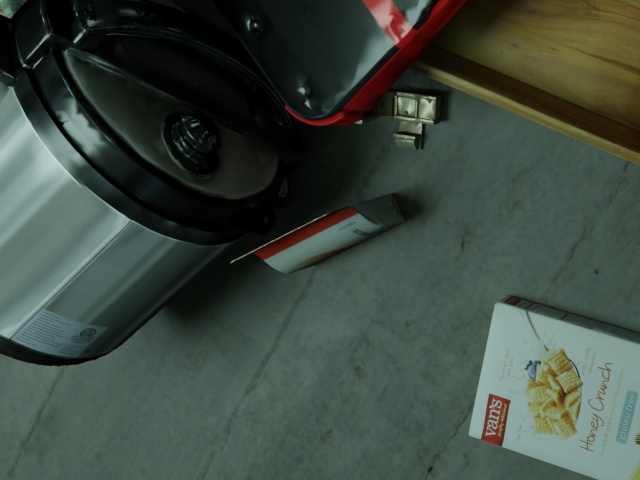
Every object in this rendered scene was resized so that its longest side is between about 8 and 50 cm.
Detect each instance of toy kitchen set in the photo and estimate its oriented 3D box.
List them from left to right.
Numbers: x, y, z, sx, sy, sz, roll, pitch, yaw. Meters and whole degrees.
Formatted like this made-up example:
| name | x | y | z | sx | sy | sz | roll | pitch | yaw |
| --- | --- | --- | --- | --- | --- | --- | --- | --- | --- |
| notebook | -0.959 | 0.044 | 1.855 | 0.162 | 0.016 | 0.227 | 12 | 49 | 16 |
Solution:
| name | x | y | z | sx | sy | sz | roll | pitch | yaw |
| --- | --- | --- | --- | --- | --- | --- | --- | --- | --- |
| toy kitchen set | 0.085 | -0.135 | 1.694 | 0.083 | 0.075 | 0.068 | 10 | 107 | 27 |

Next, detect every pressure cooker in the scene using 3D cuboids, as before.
| name | x | y | z | sx | sy | sz | roll | pitch | yaw |
| --- | --- | --- | --- | --- | --- | --- | --- | --- | --- |
| pressure cooker | -0.243 | -0.099 | 1.694 | 0.420 | 0.370 | 0.375 | -41 | 86 | 30 |

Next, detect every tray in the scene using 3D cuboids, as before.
| name | x | y | z | sx | sy | sz | roll | pitch | yaw |
| --- | --- | --- | --- | --- | --- | --- | --- | --- | --- |
| tray | 0.197 | -0.253 | 1.554 | 0.411 | 0.076 | 0.202 | 24 | 121 | 10 |

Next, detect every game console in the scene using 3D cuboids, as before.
| name | x | y | z | sx | sy | sz | roll | pitch | yaw |
| --- | --- | --- | --- | --- | --- | --- | --- | --- | --- |
| game console | -0.006 | -0.346 | 1.531 | 0.342 | 0.060 | 0.386 | -45 | 73 | 37 |

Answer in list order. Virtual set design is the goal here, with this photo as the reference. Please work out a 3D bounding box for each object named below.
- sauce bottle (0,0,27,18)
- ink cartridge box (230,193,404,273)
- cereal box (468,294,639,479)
| name | x | y | z | sx | sy | sz | roll | pitch | yaw |
| --- | --- | --- | --- | --- | --- | --- | --- | --- | --- |
| sauce bottle | -0.467 | -0.337 | 1.864 | 0.344 | 0.111 | 0.111 | 17 | 109 | 38 |
| ink cartridge box | 0.000 | 0.000 | 1.706 | 0.145 | 0.179 | 0.045 | -26 | 89 | 28 |
| cereal box | 0.299 | 0.177 | 1.679 | 0.240 | 0.047 | 0.173 | 15 | 107 | 22 |
